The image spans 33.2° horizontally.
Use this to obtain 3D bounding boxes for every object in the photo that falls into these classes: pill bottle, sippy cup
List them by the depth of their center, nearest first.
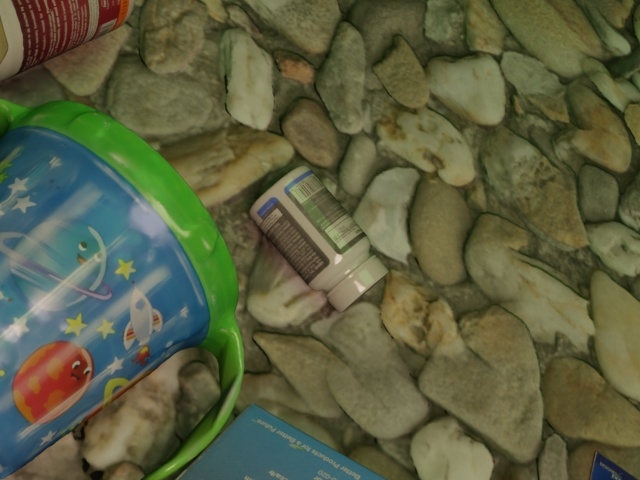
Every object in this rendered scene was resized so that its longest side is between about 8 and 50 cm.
[{"bbox_3d":[-0.220,0.048,0.819,0.305,0.240,0.224,26,54,29],"label":"sippy cup"},{"bbox_3d":[-0.288,-0.218,0.993,0.121,0.121,0.221,49,49,4],"label":"pill bottle"},{"bbox_3d":[0.000,0.000,1.063,0.137,0.078,0.078,50,49,4],"label":"pill bottle"}]

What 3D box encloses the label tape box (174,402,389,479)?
[{"bbox_3d":[-0.050,0.304,0.753,0.249,0.115,0.347,26,44,22],"label":"label tape box"}]

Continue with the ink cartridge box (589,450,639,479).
[{"bbox_3d":[0.315,0.370,1.040,0.165,0.065,0.333,33,49,-9],"label":"ink cartridge box"}]

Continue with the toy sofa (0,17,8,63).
[{"bbox_3d":[-0.427,-0.158,0.754,0.362,0.150,0.177,9,50,8],"label":"toy sofa"}]
